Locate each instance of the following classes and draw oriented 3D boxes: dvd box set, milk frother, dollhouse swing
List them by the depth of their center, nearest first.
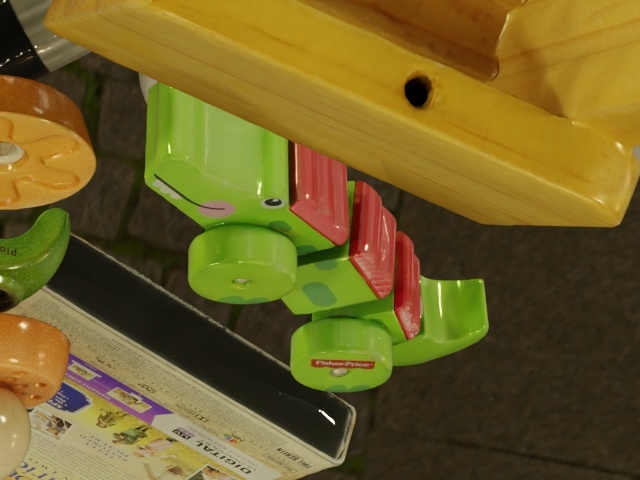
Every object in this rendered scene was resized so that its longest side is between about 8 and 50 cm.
[{"bbox_3d":[0.082,-0.215,0.595,0.315,0.305,0.347,24,81,-4],"label":"dollhouse swing"},{"bbox_3d":[-0.210,-0.165,1.133,0.135,0.143,0.129,-28,126,-1],"label":"milk frother"},{"bbox_3d":[-0.207,0.153,1.422,0.307,0.420,0.062,33,56,-20],"label":"dvd box set"}]

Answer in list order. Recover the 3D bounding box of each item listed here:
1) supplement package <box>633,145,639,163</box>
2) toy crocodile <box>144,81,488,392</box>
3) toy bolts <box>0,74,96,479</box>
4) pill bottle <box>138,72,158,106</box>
[{"bbox_3d":[0.365,-0.115,1.246,0.203,0.194,0.149,-21,48,-2],"label":"supplement package"},{"bbox_3d":[0.000,0.000,0.966,0.105,0.340,0.115,-14,56,24],"label":"toy crocodile"},{"bbox_3d":[-0.228,0.027,0.804,0.228,0.218,0.158,7,62,-21],"label":"toy bolts"},{"bbox_3d":[-0.065,-0.237,1.324,0.181,0.181,0.323,6,49,-13],"label":"pill bottle"}]
